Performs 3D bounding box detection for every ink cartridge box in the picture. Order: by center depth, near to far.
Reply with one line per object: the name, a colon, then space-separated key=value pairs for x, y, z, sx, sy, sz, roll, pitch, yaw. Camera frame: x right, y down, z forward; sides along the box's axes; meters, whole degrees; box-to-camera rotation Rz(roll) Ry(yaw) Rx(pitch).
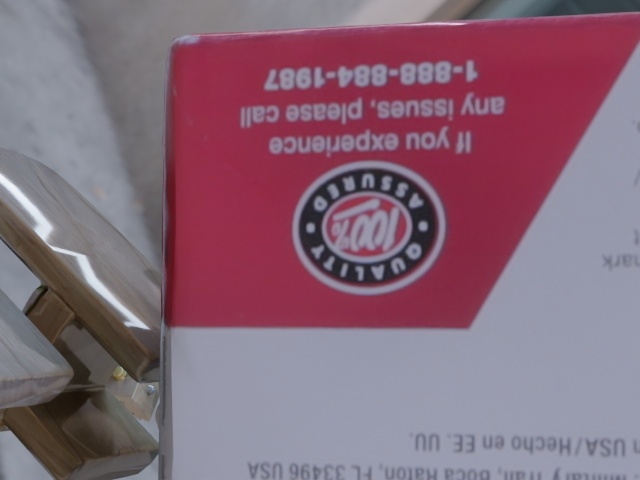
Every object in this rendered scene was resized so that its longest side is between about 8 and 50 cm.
ink cartridge box: x=0.084 y=0.103 z=0.454 sx=0.131 sy=0.226 sz=0.306 roll=1 pitch=89 yaw=-70

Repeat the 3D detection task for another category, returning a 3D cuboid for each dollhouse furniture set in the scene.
dollhouse furniture set: x=-0.189 y=0.061 z=0.506 sx=0.161 sy=0.212 sz=0.242 roll=43 pitch=20 yaw=21

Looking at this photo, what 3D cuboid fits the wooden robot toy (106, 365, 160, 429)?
wooden robot toy: x=-0.036 y=0.098 z=1.083 sx=0.079 sy=0.173 sz=0.076 roll=65 pitch=22 yaw=-52
